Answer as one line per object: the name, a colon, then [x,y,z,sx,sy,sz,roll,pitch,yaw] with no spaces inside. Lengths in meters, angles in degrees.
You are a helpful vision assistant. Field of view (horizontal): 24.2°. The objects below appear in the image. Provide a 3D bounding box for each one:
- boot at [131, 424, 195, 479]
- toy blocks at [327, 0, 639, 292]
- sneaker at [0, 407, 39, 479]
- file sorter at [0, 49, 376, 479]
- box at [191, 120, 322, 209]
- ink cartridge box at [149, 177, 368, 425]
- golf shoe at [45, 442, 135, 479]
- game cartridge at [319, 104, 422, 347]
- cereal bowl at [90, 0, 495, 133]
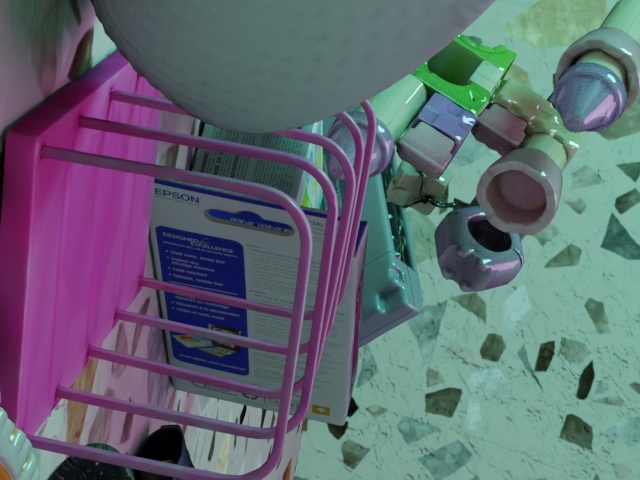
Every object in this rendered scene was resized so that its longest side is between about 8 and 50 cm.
boot: [-0.156,0.247,1.308,0.219,0.082,0.106,-52,130,-70]
toy blocks: [0.073,-0.093,1.203,0.260,0.288,0.309,-53,174,-49]
sneaker: [-0.177,0.073,0.613,0.084,0.083,0.215,-74,167,-45]
file sorter: [-0.076,0.004,0.967,0.291,0.182,0.202,-65,165,-69]
box: [-0.058,-0.048,1.453,0.203,0.103,0.114,89,13,-65]
ink cartridge box: [-0.052,0.044,1.309,0.371,0.175,0.069,91,12,-60]
golf shoe: [-0.167,0.202,1.045,0.094,0.077,0.198,-90,-168,-54]
game cartridge: [0.000,0.000,1.570,0.198,0.062,0.297,-34,-137,28]
cereal bowl: [-0.013,-0.233,0.808,0.141,0.339,0.339,39,52,-36]
